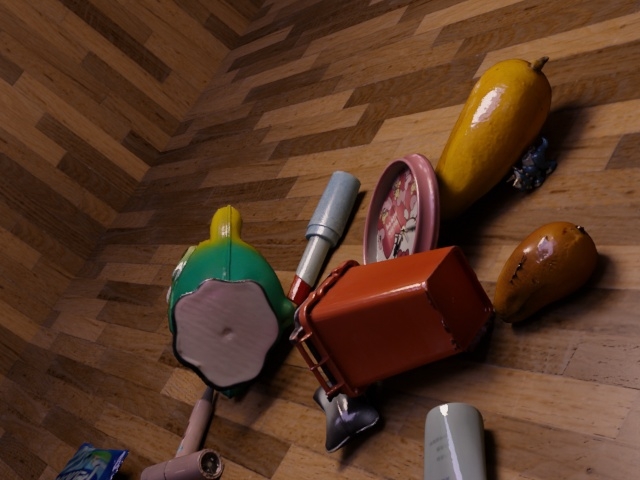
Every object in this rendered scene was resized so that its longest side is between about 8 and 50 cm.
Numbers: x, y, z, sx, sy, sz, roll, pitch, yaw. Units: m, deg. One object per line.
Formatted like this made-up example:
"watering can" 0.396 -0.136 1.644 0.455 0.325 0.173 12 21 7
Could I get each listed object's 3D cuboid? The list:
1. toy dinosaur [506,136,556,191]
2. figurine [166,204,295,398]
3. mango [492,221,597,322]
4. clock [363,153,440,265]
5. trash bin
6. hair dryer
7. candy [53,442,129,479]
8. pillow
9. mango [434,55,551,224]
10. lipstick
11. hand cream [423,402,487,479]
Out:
"toy dinosaur" 0.308 -0.109 1.530 0.083 0.047 0.030 -51 21 6
"figurine" -0.162 0.113 1.874 0.340 0.231 0.323 -106 16 -74
"mango" 0.275 0.034 1.329 0.159 0.084 0.105 -36 21 34
"clock" 0.129 -0.015 1.617 0.244 0.056 0.244 -171 90 -72
"trash bin" 0.096 0.110 1.433 0.239 0.161 0.184 -19 18 43
"hair dryer" -0.208 0.340 1.855 0.195 0.053 0.220 -25 28 46
"candy" -0.476 0.487 2.096 0.187 0.077 0.331 -58 20 -20
"pillow" 0.035 0.238 1.512 0.091 0.055 0.135 -13 31 1
"mango" 0.249 -0.149 1.598 0.317 0.119 0.176 -57 8 19
"lipstick" 0.000 0.000 1.942 0.068 0.061 0.274 -3 56 48
"hand cream" 0.155 0.325 1.182 0.109 0.067 0.320 -34 35 34
